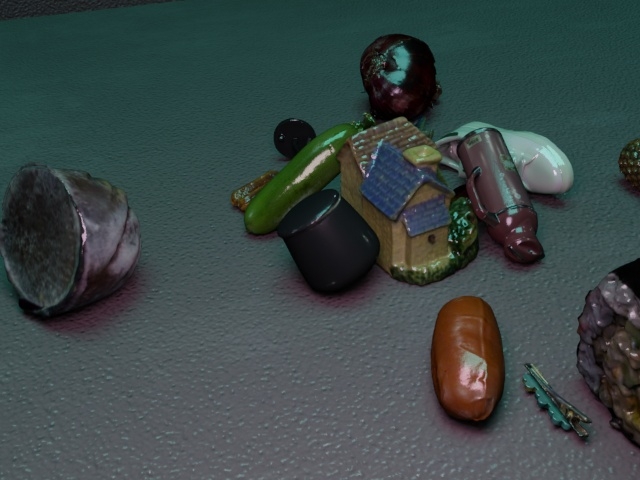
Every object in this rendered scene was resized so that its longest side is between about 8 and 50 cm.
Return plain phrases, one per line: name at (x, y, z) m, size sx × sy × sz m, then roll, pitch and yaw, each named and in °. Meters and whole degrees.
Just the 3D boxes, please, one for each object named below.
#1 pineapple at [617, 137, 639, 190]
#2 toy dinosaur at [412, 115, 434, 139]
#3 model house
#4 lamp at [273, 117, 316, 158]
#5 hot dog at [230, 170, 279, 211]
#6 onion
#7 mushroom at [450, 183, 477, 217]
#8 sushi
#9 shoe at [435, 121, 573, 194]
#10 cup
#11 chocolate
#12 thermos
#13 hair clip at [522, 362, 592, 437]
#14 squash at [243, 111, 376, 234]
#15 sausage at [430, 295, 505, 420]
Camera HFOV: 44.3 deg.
pineapple at (0.775, -0.131, 1.786) m, size 0.125 × 0.125 × 0.251 m, roll -7°, pitch 39°, yaw -5°
toy dinosaur at (0.215, -0.234, 2.003) m, size 0.147 × 0.076 × 0.363 m, roll 13°, pitch 40°, yaw 33°
model house at (0.194, -0.109, 1.658) m, size 0.261 × 0.266 × 0.321 m, roll -21°, pitch 38°, yaw -18°
lamp at (-0.013, -0.178, 1.910) m, size 0.108 × 0.130 × 0.371 m, roll -6°, pitch 32°, yaw -20°
hot dog at (-0.142, -0.121, 1.891) m, size 0.071 × 0.045 × 0.165 m, roll 24°, pitch 42°, yaw 36°
onion at (0.221, -0.449, 2.206) m, size 0.221 × 0.281 × 0.281 m, roll -37°, pitch 19°, yaw 32°
mushroom at (0.356, -0.099, 1.815) m, size 0.123 × 0.052 × 0.123 m, roll 1°, pitch 35°, yaw -1°
sushi at (0.587, 0.160, 1.180) m, size 0.285 × 0.329 × 0.328 m, roll -19°, pitch 32°, yaw -12°
shoe at (0.419, -0.187, 1.873) m, size 0.160 × 0.132 × 0.363 m, roll -23°, pitch 35°, yaw -28°
cup at (0.000, 0.000, 1.578) m, size 0.169 × 0.176 × 0.223 m, roll -48°, pitch 23°, yaw -23°
chocolate at (-0.479, -0.008, 1.582) m, size 0.303 × 0.303 × 0.213 m, roll 26°, pitch 20°, yaw 36°
thermos at (0.384, -0.096, 1.684) m, size 0.109 × 0.136 × 0.330 m, roll -26°, pitch 52°, yaw 18°
hair clip at (0.378, 0.262, 1.286) m, size 0.049 × 0.049 × 0.173 m, roll -13°, pitch 30°, yaw -14°
squash at (-0.027, -0.151, 1.754) m, size 0.378 × 0.101 × 0.101 m, roll -40°, pitch 40°, yaw 0°
sausage at (0.247, 0.192, 1.327) m, size 0.133 × 0.133 × 0.258 m, roll 2°, pitch 35°, yaw 8°
